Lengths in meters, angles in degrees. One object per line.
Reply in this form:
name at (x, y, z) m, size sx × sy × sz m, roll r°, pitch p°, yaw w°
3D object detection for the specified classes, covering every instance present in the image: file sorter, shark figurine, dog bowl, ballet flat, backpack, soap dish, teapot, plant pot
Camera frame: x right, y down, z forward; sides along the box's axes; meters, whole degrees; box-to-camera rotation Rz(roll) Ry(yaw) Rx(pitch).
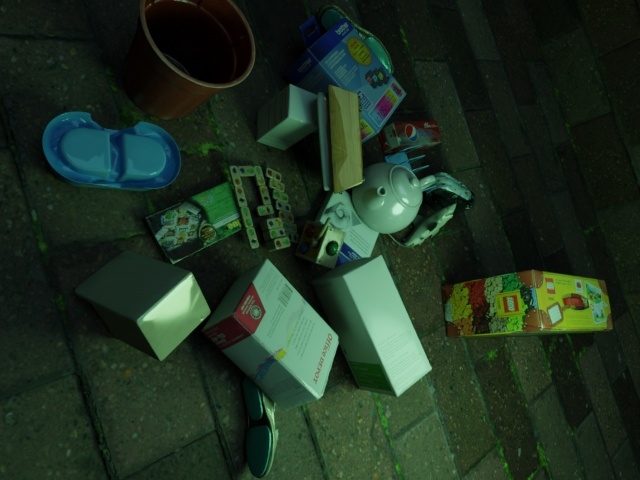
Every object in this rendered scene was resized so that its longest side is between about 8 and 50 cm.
file sorter at (0.328, -0.247, 1.752) m, size 0.118 × 0.104 × 0.170 m, roll -21°, pitch 91°, yaw -39°
shark figurine at (0.342, -0.045, 1.732) m, size 0.278 × 0.166 × 0.116 m, roll -33°, pitch 72°, yaw -22°
dog bowl at (-0.481, -0.194, 1.123) m, size 0.297 × 0.074 × 0.166 m, roll 1°, pitch 77°, yaw -39°
ballet flat at (0.126, -0.711, 1.730) m, size 0.348 × 0.123 × 0.123 m, roll 33°, pitch 59°, yaw -29°
backpack at (0.476, -0.172, 1.836) m, size 0.182 × 0.152 × 0.115 m, roll 26°, pitch 48°, yaw -26°
soap dish at (0.064, -0.282, 1.394) m, size 0.229 × 0.118 × 0.290 m, roll -48°, pitch 135°, yaw -81°
teapot at (0.241, -0.154, 1.558) m, size 0.252 × 0.187 × 0.256 m, roll 35°, pitch 49°, yaw -26°
ballet flat at (-0.140, 0.453, 1.210) m, size 0.086 × 0.086 × 0.248 m, roll 5°, pitch 73°, yaw -37°
plant pot at (-0.341, -0.436, 1.176) m, size 0.272 × 0.265 × 0.272 m, roll 12°, pitch 70°, yaw -35°

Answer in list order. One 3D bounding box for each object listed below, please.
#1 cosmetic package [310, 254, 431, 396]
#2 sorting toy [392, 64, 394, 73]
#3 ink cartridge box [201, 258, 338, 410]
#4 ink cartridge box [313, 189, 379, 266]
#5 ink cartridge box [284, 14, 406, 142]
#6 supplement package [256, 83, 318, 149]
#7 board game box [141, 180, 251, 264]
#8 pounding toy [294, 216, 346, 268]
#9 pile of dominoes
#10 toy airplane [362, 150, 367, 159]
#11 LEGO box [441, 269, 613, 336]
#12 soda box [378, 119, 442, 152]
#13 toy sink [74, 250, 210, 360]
cosmetic package at (0.144, 0.241, 1.403) m, size 0.155 × 0.197 × 0.365 m, roll -28°, pitch 94°, yaw -30°
sorting toy at (0.255, -0.655, 1.849) m, size 0.102 × 0.042 × 0.061 m, roll -21°, pitch 91°, yaw -40°
ink cartridge box at (-0.113, 0.236, 1.215) m, size 0.306 × 0.131 × 0.226 m, roll 51°, pitch 32°, yaw -17°
ink cartridge box at (0.080, -0.028, 1.533) m, size 0.223 × 0.045 × 0.224 m, roll 39°, pitch 57°, yaw -23°
ink cartridge box at (0.068, -0.536, 1.589) m, size 0.395 × 0.151 × 0.270 m, roll 44°, pitch 52°, yaw -14°
supplement package at (-0.097, -0.350, 1.398) m, size 0.105 × 0.179 × 0.105 m, roll 12°, pitch 70°, yaw -36°
board game box at (-0.310, -0.048, 1.245) m, size 0.260 × 0.030 × 0.136 m, roll -31°, pitch 95°, yaw -39°
pounding toy at (0.000, 0.000, 1.372) m, size 0.100 × 0.141 × 0.130 m, roll 20°, pitch 88°, yaw -37°
pile of dominoes at (-0.142, -0.097, 1.362) m, size 0.196 × 0.040 × 0.251 m, roll -13°, pitch 86°, yaw -49°
toy airplane at (0.104, -0.312, 1.643) m, size 0.151 × 0.028 × 0.151 m, roll 13°, pitch 68°, yaw -35°
LEGO box at (0.753, 0.247, 1.773) m, size 0.500 × 0.372 × 0.193 m, roll 8°, pitch 72°, yaw -37°
soda box at (0.337, -0.390, 1.812) m, size 0.263 × 0.083 × 0.092 m, roll -13°, pitch 87°, yaw -40°
toy sink at (-0.384, 0.136, 1.051) m, size 0.153 × 0.234 × 0.131 m, roll -48°, pitch 137°, yaw -37°
